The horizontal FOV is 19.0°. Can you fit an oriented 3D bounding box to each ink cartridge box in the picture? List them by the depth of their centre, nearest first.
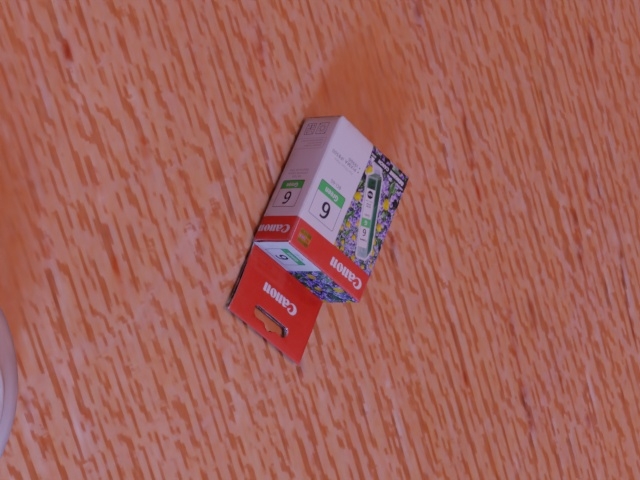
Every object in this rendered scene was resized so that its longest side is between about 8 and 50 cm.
[{"bbox_3d":[0.000,0.000,0.981,0.063,0.029,0.115,41,61,-38],"label":"ink cartridge box"}]

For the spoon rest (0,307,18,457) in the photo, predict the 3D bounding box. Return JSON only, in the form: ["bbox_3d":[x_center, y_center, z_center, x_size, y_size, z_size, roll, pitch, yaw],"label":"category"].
[{"bbox_3d":[-0.199,0.010,0.757,0.137,0.084,0.276,-43,132,-36],"label":"spoon rest"}]
